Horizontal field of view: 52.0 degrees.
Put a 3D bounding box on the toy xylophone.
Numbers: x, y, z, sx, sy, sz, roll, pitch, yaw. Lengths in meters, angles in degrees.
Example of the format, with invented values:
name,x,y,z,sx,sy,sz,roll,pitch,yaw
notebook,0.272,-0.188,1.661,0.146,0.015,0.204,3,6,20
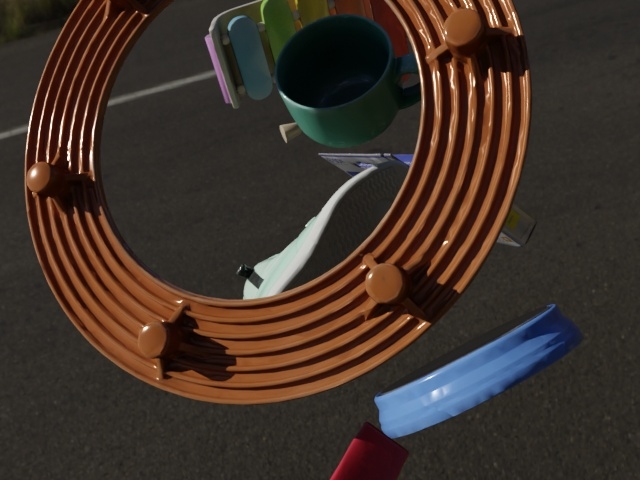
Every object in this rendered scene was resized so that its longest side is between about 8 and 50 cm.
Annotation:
name,x,y,z,sx,sy,sz,roll,pitch,yaw
toy xylophone,0.008,-0.270,0.933,0.322,0.236,0.081,-27,33,-3

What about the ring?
name,x,y,z,sx,sy,sz,roll,pitch,yaw
ring,-0.050,-0.074,0.392,0.336,0.337,0.032,-1,-10,19

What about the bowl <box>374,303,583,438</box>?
name,x,y,z,sx,sy,sz,roll,pitch,yaw
bowl,0.274,0.228,1.178,0.391,0.077,0.391,-27,-11,-5

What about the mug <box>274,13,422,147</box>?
name,x,y,z,sx,sy,sz,roll,pitch,yaw
mug,0.035,-0.161,0.721,0.157,0.097,0.129,37,80,29

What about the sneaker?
name,x,y,z,sx,sy,sz,roll,pitch,yaw
sneaker,-0.001,0.000,0.792,0.256,0.094,0.151,-48,21,-11

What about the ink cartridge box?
name,x,y,z,sx,sy,sz,roll,pitch,yaw
ink cartridge box,0.184,-0.100,1.202,0.072,0.307,0.303,-58,23,-6

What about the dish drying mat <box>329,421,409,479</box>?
name,x,y,z,sx,sy,sz,roll,pitch,yaw
dish drying mat,0.021,0.134,0.354,0.032,0.008,0.083,34,35,9
